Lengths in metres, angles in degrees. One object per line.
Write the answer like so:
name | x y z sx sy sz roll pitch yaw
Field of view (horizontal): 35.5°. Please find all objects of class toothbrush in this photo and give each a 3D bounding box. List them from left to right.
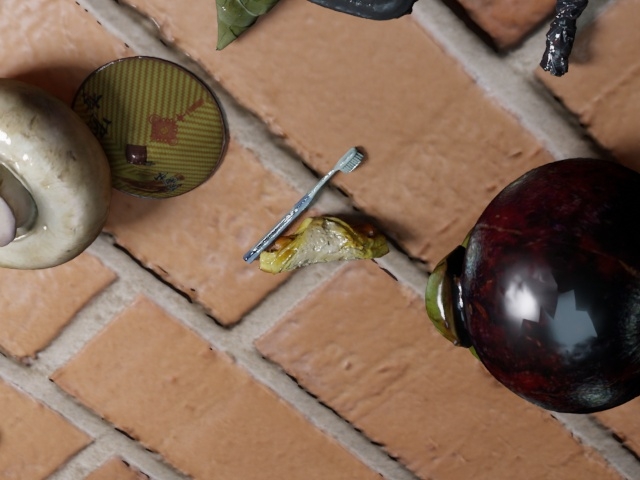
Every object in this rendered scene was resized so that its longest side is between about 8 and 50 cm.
toothbrush | -0.025 -0.041 1.270 0.019 0.016 0.219 34 117 -26

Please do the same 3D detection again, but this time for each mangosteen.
mangosteen | 0.287 0.044 1.168 0.300 0.300 0.300 2 122 2

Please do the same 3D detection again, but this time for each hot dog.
hot dog | 0.000 -0.001 1.262 0.169 0.078 0.061 -9 106 3

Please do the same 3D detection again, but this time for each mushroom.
mushroom | -0.363 -0.067 1.173 0.255 0.184 0.255 2 125 2

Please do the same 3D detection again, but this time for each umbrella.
umbrella | 0.274 -0.253 1.105 0.037 0.040 0.144 12 121 6

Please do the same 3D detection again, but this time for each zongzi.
zongzi | -0.122 -0.298 1.096 0.130 0.062 0.154 -34 109 35

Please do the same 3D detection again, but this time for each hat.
hat | -0.214 -0.116 1.196 0.193 0.082 0.193 2 122 4

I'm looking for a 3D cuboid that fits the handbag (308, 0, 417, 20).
handbag | 0.045 -0.355 0.970 0.181 0.181 0.254 15 121 -6
